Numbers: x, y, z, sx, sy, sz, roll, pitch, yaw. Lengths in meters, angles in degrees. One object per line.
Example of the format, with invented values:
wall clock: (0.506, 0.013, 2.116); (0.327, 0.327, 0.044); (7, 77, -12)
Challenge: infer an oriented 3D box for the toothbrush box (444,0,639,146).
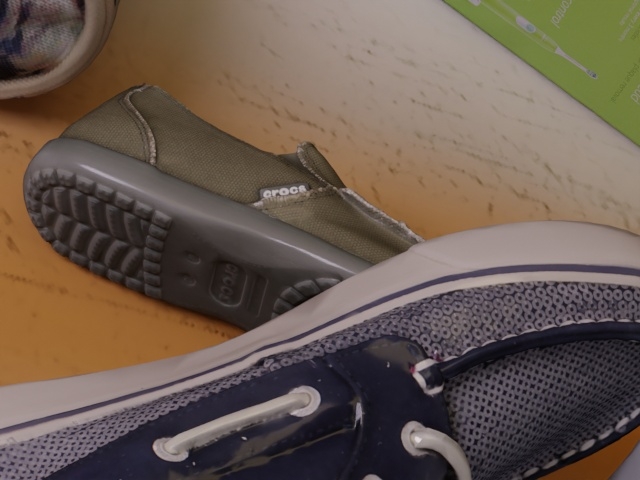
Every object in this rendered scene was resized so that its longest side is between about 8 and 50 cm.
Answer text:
toothbrush box: (0.218, -0.149, 1.046); (0.283, 0.122, 0.206); (39, 51, 6)

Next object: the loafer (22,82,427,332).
loafer: (0.000, 0.000, 0.863); (0.251, 0.094, 0.087); (27, 54, -2)

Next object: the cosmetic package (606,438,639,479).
cosmetic package: (0.122, 0.260, 0.639); (0.161, 0.230, 0.453); (28, 51, -2)

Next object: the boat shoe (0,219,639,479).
boat shoe: (0.007, 0.108, 0.723); (0.340, 0.127, 0.158); (-18, 41, -12)

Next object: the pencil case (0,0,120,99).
pencil case: (-0.110, -0.241, 0.938); (0.160, 0.183, 0.410); (26, 51, -4)
